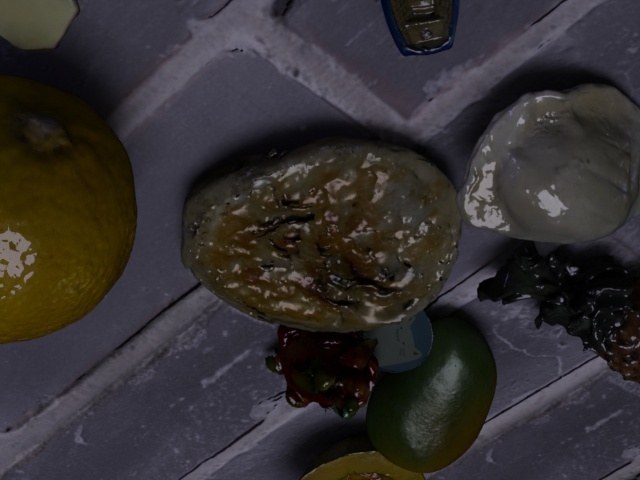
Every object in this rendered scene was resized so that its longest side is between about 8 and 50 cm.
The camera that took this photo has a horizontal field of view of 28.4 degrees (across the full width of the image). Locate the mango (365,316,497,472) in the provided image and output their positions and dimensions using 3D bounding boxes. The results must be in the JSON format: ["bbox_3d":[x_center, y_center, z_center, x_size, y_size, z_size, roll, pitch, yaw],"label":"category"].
[{"bbox_3d":[0.152,0.203,1.678,0.156,0.114,0.251,20,118,-4],"label":"mango"}]

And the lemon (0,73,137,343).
[{"bbox_3d":[-0.320,-0.032,1.286,0.293,0.293,0.293,-2,137,-2],"label":"lemon"}]

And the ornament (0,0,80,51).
[{"bbox_3d":[-0.311,-0.274,1.184,0.201,0.059,0.180,21,130,-27],"label":"ornament"}]

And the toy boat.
[{"bbox_3d":[0.090,-0.276,1.210,0.080,0.046,0.229,-8,136,6],"label":"toy boat"}]

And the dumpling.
[{"bbox_3d":[0.274,-0.087,1.374,0.252,0.131,0.179,-1,113,-16],"label":"dumpling"}]

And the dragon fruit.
[{"bbox_3d":[0.007,0.160,1.596,0.138,0.175,0.142,42,99,-18],"label":"dragon fruit"}]

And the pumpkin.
[{"bbox_3d":[0.049,0.358,1.844,0.217,0.110,0.217,-2,124,-4],"label":"pumpkin"}]

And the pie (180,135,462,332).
[{"bbox_3d":[0.000,-0.001,1.472,0.339,0.077,0.339,-2,137,-2],"label":"pie"}]

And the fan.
[{"bbox_3d":[0.061,0.118,1.617,0.175,0.005,0.113,-5,105,26],"label":"fan"}]

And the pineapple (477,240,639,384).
[{"bbox_3d":[0.345,0.093,1.562,0.310,0.141,0.170,21,157,-14],"label":"pineapple"}]
